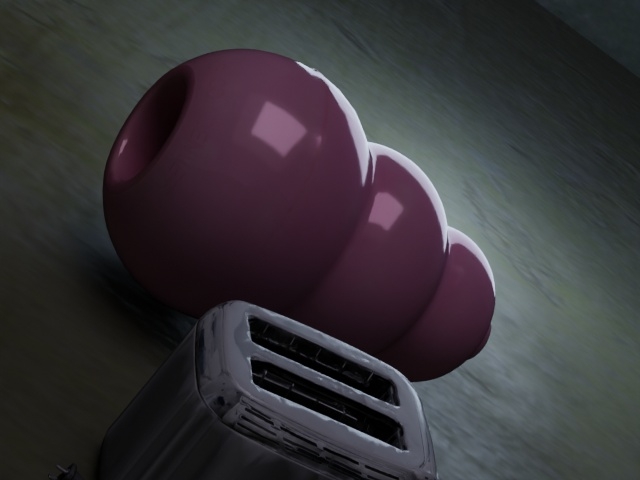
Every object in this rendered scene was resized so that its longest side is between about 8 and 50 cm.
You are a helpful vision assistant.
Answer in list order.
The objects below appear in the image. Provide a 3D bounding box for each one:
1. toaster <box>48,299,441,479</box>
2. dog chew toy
[{"bbox_3d":[-0.036,0.135,0.947,0.227,0.146,0.129,27,28,-20],"label":"toaster"},{"bbox_3d":[0.000,0.000,1.166,0.331,0.206,0.207,33,26,-27],"label":"dog chew toy"}]
